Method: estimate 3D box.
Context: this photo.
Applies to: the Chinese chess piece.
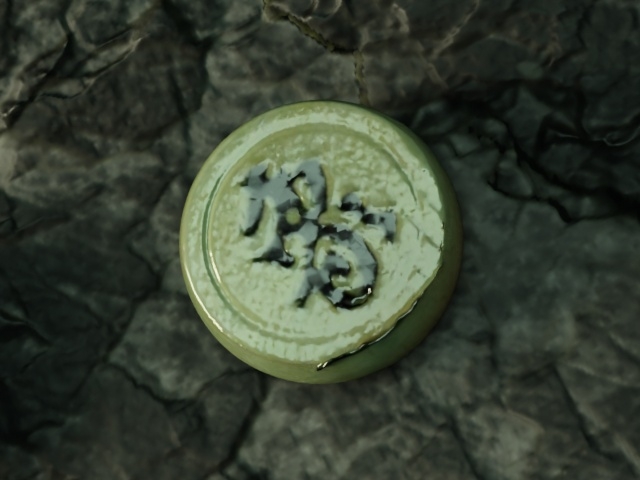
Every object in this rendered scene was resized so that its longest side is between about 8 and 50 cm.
[{"bbox_3d":[0.000,0.000,0.956,0.144,0.058,0.144,-3,77,11],"label":"Chinese chess piece"}]
